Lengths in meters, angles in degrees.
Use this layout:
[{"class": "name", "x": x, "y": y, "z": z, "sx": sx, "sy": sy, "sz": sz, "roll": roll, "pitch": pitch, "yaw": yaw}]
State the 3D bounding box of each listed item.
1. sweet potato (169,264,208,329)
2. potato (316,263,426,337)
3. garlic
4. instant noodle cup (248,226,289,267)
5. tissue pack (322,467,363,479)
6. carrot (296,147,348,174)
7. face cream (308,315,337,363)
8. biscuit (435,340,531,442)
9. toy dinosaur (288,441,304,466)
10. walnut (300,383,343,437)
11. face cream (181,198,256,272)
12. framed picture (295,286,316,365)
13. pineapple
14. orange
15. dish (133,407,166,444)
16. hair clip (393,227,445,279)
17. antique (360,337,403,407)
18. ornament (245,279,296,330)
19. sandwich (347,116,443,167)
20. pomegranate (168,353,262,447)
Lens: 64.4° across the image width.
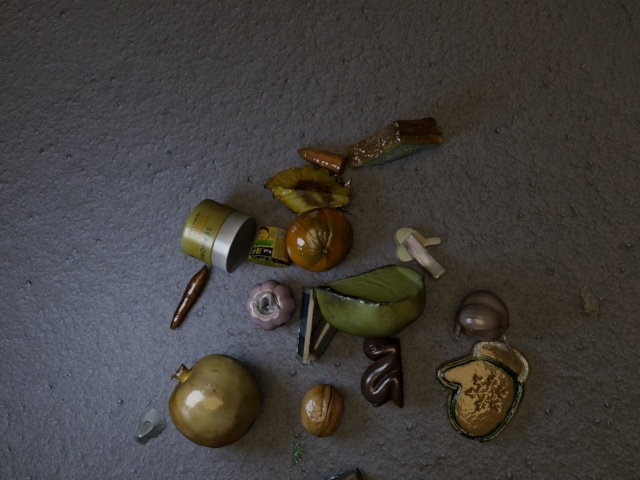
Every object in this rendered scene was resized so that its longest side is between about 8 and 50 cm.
[{"class": "sweet potato", "x": -0.479, "y": 0.207, "z": 1.861, "sx": 0.057, "sy": 0.057, "sz": 0.265, "roll": 27, "pitch": 90, "yaw": 9}, {"class": "potato", "x": 0.201, "y": 0.231, "z": 1.640, "sx": 0.330, "sy": 0.280, "sz": 0.213, "roll": -16, "pitch": 108, "yaw": -26}, {"class": "garlic", "x": 0.527, "y": 0.298, "z": 1.676, "sx": 0.207, "sy": 0.207, "sz": 0.257, "roll": -20, "pitch": 78, "yaw": 4}, {"class": "instant noodle cup", "x": -0.171, "y": 0.024, "z": 1.809, "sx": 0.151, "sy": 0.151, "sz": 0.122, "roll": 10, "pitch": 74, "yaw": 8}, {"class": "tissue pack", "x": 0.085, "y": 0.915, "z": 1.662, "sx": 0.192, "sy": 0.134, "sz": 0.271, "roll": -23, "pitch": 80, "yaw": 4}, {"class": "carrot", "x": 0.001, "y": -0.302, "z": 1.863, "sx": 0.205, "sy": 0.072, "sz": 0.072, "roll": 23, "pitch": 86, "yaw": 24}, {"class": "face cream", "x": 0.025, "y": 0.301, "z": 1.779, "sx": 0.073, "sy": 0.073, "sz": 0.284, "roll": 31, "pitch": 87, "yaw": 10}, {"class": "biscuit", "x": 0.530, "y": 0.489, "z": 1.703, "sx": 0.287, "sy": 0.057, "sz": 0.344, "roll": 27, "pitch": 86, "yaw": 9}, {"class": "toy dinosaur", "x": -0.090, "y": 0.740, "z": 1.763, "sx": 0.083, "sy": 0.021, "sz": 0.062, "roll": -29, "pitch": 73, "yaw": -2}, {"class": "walnut", "x": 0.003, "y": 0.571, "z": 1.717, "sx": 0.144, "sy": 0.144, "sz": 0.180, "roll": 19, "pitch": 81, "yaw": 9}, {"class": "face cream", "x": -0.356, "y": -0.017, "z": 1.792, "sx": 0.179, "sy": 0.218, "sz": 0.218, "roll": 22, "pitch": 86, "yaw": 10}, {"class": "framed picture", "x": -0.050, "y": 0.286, "z": 1.736, "sx": 0.023, "sy": 0.189, "sz": 0.260, "roll": 7, "pitch": 84, "yaw": -10}, {"class": "pineapple", "x": -0.026, "y": -0.177, "z": 1.833, "sx": 0.334, "sy": 0.158, "sz": 0.161, "roll": 0, "pitch": 44, "yaw": 3}, {"class": "orange", "x": 0.000, "y": 0.000, "z": 1.749, "sx": 0.240, "sy": 0.171, "sz": 0.240, "roll": -7, "pitch": 113, "yaw": -17}, {"class": "dish", "x": -0.623, "y": 0.675, "z": 1.825, "sx": 0.091, "sy": 0.039, "sz": 0.137, "roll": 42, "pitch": 88, "yaw": 10}, {"class": "hair clip", "x": 0.351, "y": 0.034, "z": 1.778, "sx": 0.159, "sy": 0.071, "sz": 0.218, "roll": -43, "pitch": 86, "yaw": -6}, {"class": "antique", "x": 0.206, "y": 0.431, "z": 1.722, "sx": 0.143, "sy": 0.121, "sz": 0.257, "roll": -2, "pitch": 89, "yaw": 15}, {"class": "ornament", "x": -0.174, "y": 0.225, "z": 1.768, "sx": 0.177, "sy": 0.177, "sz": 0.178, "roll": -1, "pitch": 83, "yaw": 7}, {"class": "sandwich", "x": 0.270, "y": -0.342, "z": 1.813, "sx": 0.254, "sy": 0.288, "sz": 0.100, "roll": -15, "pitch": 87, "yaw": -40}, {"class": "pomegranate", "x": -0.360, "y": 0.527, "z": 1.689, "sx": 0.319, "sy": 0.319, "sz": 0.319, "roll": -1, "pitch": 83, "yaw": 7}]
